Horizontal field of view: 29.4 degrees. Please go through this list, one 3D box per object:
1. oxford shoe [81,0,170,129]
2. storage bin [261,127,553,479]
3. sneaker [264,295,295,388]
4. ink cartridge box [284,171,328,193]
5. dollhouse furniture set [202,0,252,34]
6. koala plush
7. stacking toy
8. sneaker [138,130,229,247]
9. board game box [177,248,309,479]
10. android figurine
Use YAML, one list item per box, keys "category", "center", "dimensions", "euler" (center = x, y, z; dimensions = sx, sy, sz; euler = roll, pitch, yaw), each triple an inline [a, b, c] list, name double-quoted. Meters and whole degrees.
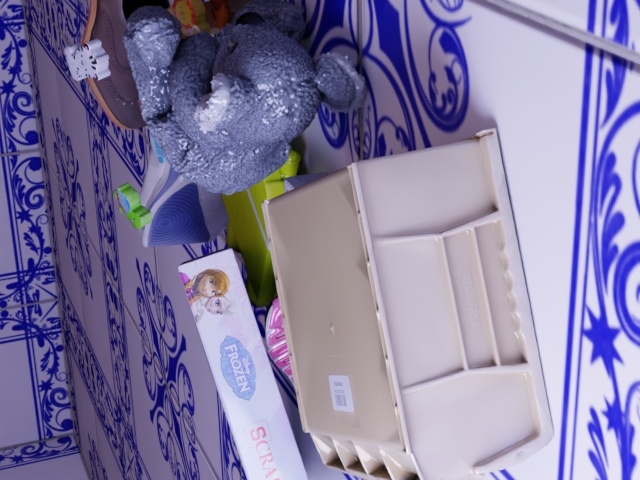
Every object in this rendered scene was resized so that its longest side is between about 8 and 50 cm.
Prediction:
- category: "oxford shoe"
  center: [-0.225, -0.236, 1.453]
  dimensions: [0.098, 0.097, 0.271]
  euler: [42, 146, 39]
- category: "storage bin"
  center: [0.062, 0.063, 1.026]
  dimensions: [0.262, 0.123, 0.260]
  euler: [166, 93, -71]
- category: "sneaker"
  center: [-0.027, 0.110, 1.356]
  dimensions: [0.075, 0.063, 0.170]
  euler: [-114, 0, -47]
- category: "ink cartridge box"
  center: [0.000, 0.000, 1.281]
  dimensions: [0.088, 0.052, 0.122]
  euler: [-133, 36, -57]
- category: "dollhouse furniture set"
  center: [-0.137, -0.385, 1.354]
  dimensions: [0.262, 0.135, 0.259]
  euler: [126, 131, -65]
- category: "koala plush"
  center: [-0.067, -0.145, 1.206]
  dimensions: [0.221, 0.196, 0.203]
  euler: [6, 104, 62]
- category: "stacking toy"
  center: [-0.170, -0.141, 1.328]
  dimensions: [0.052, 0.167, 0.221]
  euler: [3, 116, 44]
- category: "sneaker"
  center: [-0.178, -0.155, 1.642]
  dimensions: [0.182, 0.127, 0.315]
  euler: [-113, 29, -43]
- category: "board game box"
  center: [-0.089, 0.167, 1.437]
  dimensions: [0.318, 0.066, 0.319]
  euler: [167, 84, -84]
- category: "android figurine"
  center: [-0.066, -0.042, 1.445]
  dimensions: [0.273, 0.056, 0.248]
  euler: [105, 149, -52]
